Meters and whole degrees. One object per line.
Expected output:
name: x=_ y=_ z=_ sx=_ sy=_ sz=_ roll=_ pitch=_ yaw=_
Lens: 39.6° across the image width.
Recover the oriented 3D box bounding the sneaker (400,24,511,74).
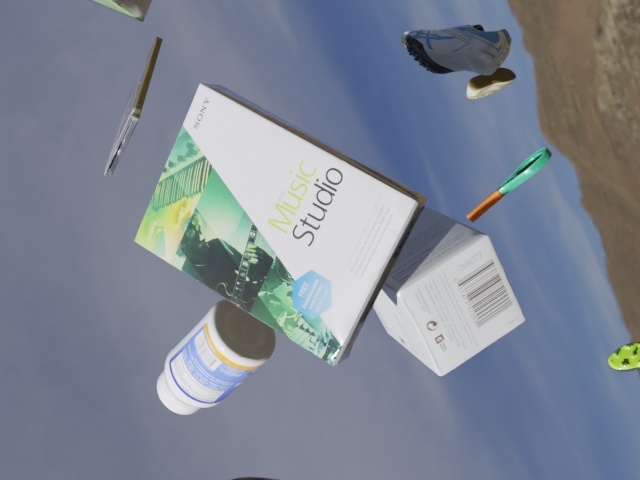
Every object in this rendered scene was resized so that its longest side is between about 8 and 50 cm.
sneaker: x=0.240 y=-0.347 z=1.588 sx=0.086 sy=0.237 sz=0.085 roll=-50 pitch=-50 yaw=-15

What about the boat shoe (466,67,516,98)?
boat shoe: x=0.386 y=-0.358 z=2.031 sx=0.050 sy=0.135 sz=0.045 roll=58 pitch=152 yaw=26

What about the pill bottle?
pill bottle: x=-0.221 y=0.245 z=1.806 sx=0.152 sy=0.272 sz=0.152 roll=24 pitch=-137 yaw=-24

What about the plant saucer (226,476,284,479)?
plant saucer: x=-0.045 y=0.436 z=1.374 sx=0.310 sy=0.311 sz=0.050 roll=53 pitch=-138 yaw=-42

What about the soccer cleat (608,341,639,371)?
soccer cleat: x=0.643 y=0.221 z=1.718 sx=0.072 sy=0.179 sz=0.060 roll=71 pitch=180 yaw=-47

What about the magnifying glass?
magnifying glass: x=0.419 y=-0.124 z=1.981 sx=0.026 sy=0.231 sz=0.092 roll=45 pitch=-167 yaw=-6

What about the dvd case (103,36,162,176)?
dvd case: x=-0.340 y=-0.243 z=1.614 sx=0.018 sy=0.164 sz=0.221 roll=21 pitch=-133 yaw=-19

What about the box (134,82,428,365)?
box: x=-0.059 y=-0.025 z=1.112 sx=0.232 sy=0.322 sz=0.058 roll=-65 pitch=-19 yaw=15

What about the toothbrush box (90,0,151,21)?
toothbrush box: x=-0.414 y=-0.469 z=1.391 sx=0.122 sy=0.283 sz=0.206 roll=-67 pitch=-22 yaw=1

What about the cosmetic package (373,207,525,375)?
cosmetic package: x=0.163 y=0.067 z=1.275 sx=0.151 sy=0.151 sz=0.184 roll=62 pitch=169 yaw=-21
